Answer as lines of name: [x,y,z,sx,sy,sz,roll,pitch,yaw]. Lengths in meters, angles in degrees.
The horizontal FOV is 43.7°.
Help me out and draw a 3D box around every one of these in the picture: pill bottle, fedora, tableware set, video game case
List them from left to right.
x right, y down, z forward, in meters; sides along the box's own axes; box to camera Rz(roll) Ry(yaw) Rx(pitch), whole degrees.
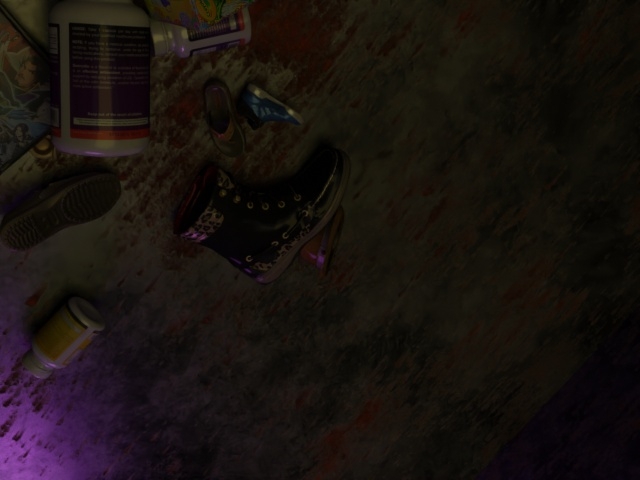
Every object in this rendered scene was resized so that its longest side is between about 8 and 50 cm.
video game case: [-0.620,-0.282,1.482,0.248,0.035,0.275,-42,127,-8]
tableware set: [-0.583,-0.225,1.572,0.169,0.020,0.141,2,118,-27]
pill bottle: [-0.582,0.222,1.798,0.184,0.103,0.103,-45,128,5]
pill bottle: [-0.406,-0.324,1.474,0.182,0.181,0.322,-3,106,-25]
pill bottle: [-0.242,-0.420,1.565,0.194,0.108,0.108,-17,125,-17]
fedora: [0.000,0.000,1.945,0.079,0.194,0.194,17,116,7]

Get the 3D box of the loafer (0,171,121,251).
loafer: [-0.542,-0.075,1.646,0.269,0.092,0.102,-29,131,-28]

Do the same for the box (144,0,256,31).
box: [-0.195,-0.570,1.405,0.279,0.177,0.290,-37,131,-27]

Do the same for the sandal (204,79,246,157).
sandal: [-0.210,-0.253,1.709,0.072,0.049,0.180,-6,124,9]

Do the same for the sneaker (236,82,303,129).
sneaker: [-0.114,-0.273,1.751,0.152,0.058,0.084,28,98,-32]

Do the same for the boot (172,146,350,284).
boot: [-0.132,-0.093,1.814,0.284,0.138,0.377,27,110,-36]
